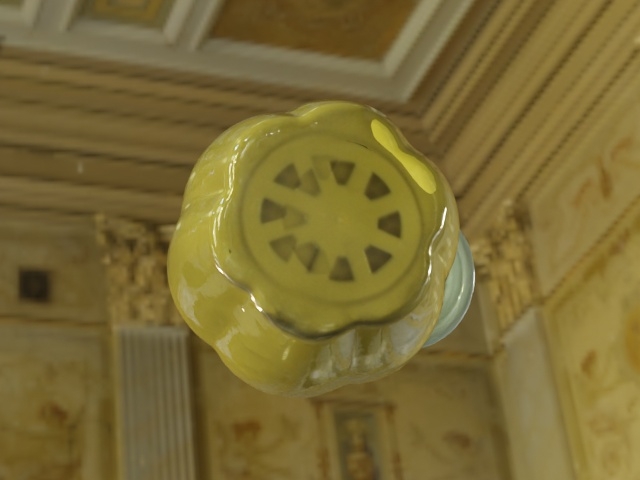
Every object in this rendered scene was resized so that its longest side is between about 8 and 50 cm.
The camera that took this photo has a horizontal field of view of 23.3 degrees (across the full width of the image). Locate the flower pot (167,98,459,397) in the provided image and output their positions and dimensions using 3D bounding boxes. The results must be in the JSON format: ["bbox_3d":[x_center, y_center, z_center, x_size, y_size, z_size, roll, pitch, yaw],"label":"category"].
[{"bbox_3d":[0.000,0.000,0.954,0.195,0.195,0.179,-4,-6,-5],"label":"flower pot"}]

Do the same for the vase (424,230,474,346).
[{"bbox_3d":[0.024,0.039,1.568,0.143,0.143,0.299,7,-7,-22],"label":"vase"}]
